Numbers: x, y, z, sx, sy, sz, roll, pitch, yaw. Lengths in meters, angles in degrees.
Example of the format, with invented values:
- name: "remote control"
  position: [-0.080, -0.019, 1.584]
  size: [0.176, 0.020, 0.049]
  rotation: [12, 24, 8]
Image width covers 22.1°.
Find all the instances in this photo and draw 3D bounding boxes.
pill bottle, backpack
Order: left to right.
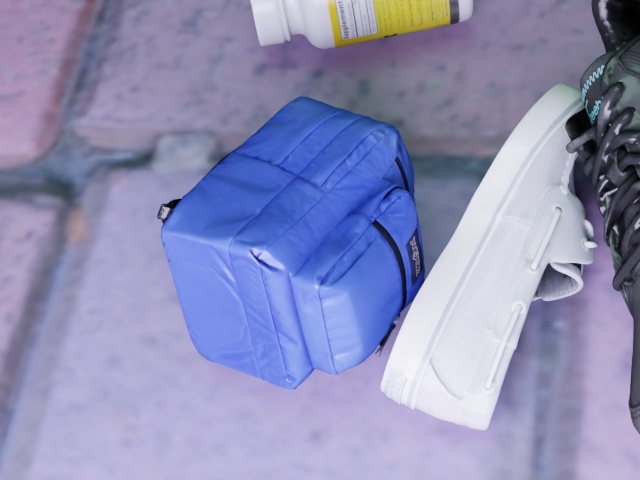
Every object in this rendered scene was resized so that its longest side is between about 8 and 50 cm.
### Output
- name: "backpack"
  position: [0.000, 0.000, 0.760]
  size: [0.101, 0.098, 0.120]
  rotation: [19, 49, 24]
- name: "pill bottle"
  position: [0.020, -0.139, 0.882]
  size: [0.116, 0.065, 0.065]
  rotation: [-11, 52, 1]

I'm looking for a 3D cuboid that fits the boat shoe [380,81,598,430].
- name: "boat shoe"
  position: [0.094, 0.006, 0.761]
  size: [0.063, 0.066, 0.184]
  rotation: [27, 58, 10]

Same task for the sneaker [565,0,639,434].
- name: "sneaker"
  position: [0.154, -0.020, 0.733]
  size: [0.106, 0.101, 0.267]
  rotation: [26, 47, -10]
